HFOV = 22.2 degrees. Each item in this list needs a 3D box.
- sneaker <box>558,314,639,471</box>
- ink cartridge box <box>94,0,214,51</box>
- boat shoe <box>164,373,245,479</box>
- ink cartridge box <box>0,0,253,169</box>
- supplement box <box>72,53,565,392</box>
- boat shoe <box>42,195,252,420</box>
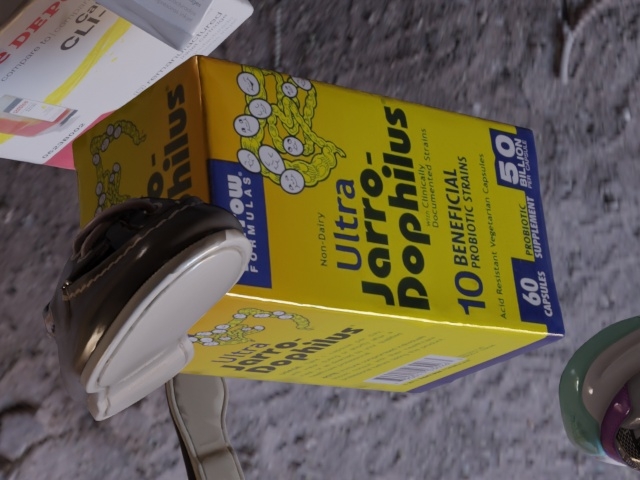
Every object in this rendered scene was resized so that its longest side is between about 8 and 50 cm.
[{"bbox_3d":[0.110,0.028,0.369,0.098,0.069,0.038,-36,125,-21],"label":"sneaker"},{"bbox_3d":[-0.083,-0.224,1.016,0.104,0.061,0.181,30,80,-9],"label":"ink cartridge box"},{"bbox_3d":[-0.139,0.206,1.793,0.065,0.075,0.206,-33,68,52],"label":"boat shoe"},{"bbox_3d":[-0.275,-0.224,1.617,0.279,0.384,0.160,-40,76,14],"label":"ink cartridge box"},{"bbox_3d":[0.000,0.000,1.338,0.356,0.194,0.195,8,156,-37],"label":"supplement box"},{"bbox_3d":[-0.122,0.030,0.967,0.112,0.335,0.095,-35,83,-19],"label":"boat shoe"}]
